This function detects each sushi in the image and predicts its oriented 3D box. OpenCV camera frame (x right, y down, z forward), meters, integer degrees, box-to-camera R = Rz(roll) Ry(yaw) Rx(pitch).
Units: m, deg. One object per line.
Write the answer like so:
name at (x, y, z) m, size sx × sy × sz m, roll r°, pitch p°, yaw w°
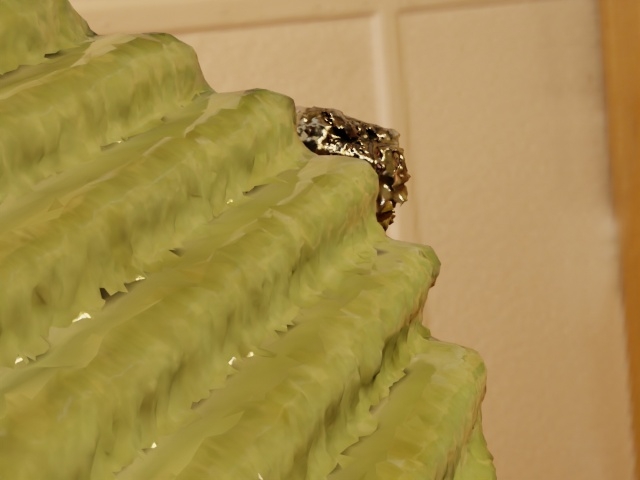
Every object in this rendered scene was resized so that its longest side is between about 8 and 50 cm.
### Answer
sushi at (0.000, 0.000, 1.251) m, size 0.115 × 0.147 × 0.212 m, roll 17°, pitch -90°, yaw 0°

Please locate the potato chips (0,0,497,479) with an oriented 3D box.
potato chips at (-0.087, 0.019, 0.589) m, size 0.358 × 0.070 × 0.429 m, roll 39°, pitch -153°, yaw 7°
